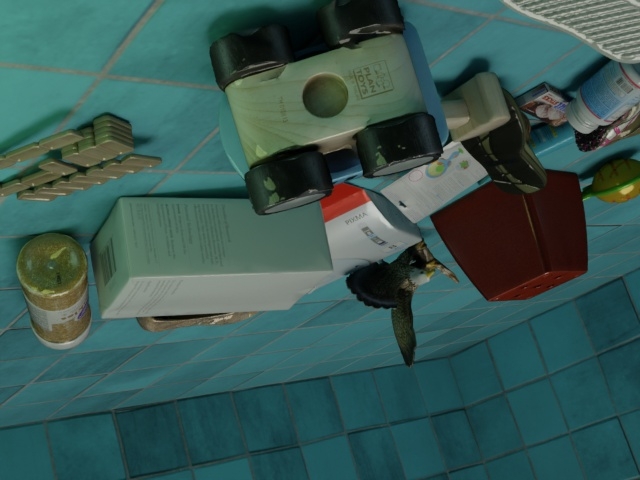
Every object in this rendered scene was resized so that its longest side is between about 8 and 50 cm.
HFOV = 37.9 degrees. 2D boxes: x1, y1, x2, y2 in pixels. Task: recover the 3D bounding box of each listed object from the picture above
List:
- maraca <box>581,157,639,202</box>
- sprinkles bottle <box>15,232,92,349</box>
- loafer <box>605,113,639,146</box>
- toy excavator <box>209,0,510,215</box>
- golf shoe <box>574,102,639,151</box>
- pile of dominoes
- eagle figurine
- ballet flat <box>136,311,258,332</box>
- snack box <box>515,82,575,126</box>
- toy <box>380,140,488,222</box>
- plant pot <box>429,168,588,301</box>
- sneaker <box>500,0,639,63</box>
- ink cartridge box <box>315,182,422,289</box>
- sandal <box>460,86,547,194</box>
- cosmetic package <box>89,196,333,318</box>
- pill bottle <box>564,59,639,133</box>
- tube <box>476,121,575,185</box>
[{"bbox_3d":[0.680,-0.134,2.170,0.127,0.099,0.186,-32,-172,-41],"label":"maraca"},{"bbox_3d":[-0.490,0.103,1.732,0.121,0.121,0.355,-12,162,-17],"label":"sprinkles bottle"},{"bbox_3d":[0.602,-0.228,1.870,0.050,0.056,0.148,-10,163,-41],"label":"loafer"},{"bbox_3d":[0.079,-0.184,1.325,0.433,0.222,0.445,-17,177,-1],"label":"toy excavator"},{"bbox_3d":[0.569,-0.229,1.815,0.086,0.067,0.186,-11,162,-24],"label":"golf shoe"},{"bbox_3d":[-0.380,-0.116,1.340,0.251,0.040,0.196,-15,165,22],"label":"pile of dominoes"},{"bbox_3d":[0.183,0.116,2.171,0.298,0.226,0.225,-55,167,-31],"label":"eagle figurine"},{"bbox_3d":[-0.261,0.141,2.115,0.316,0.107,0.106,-14,155,-15],"label":"ballet flat"},{"bbox_3d":[0.419,-0.245,1.695,0.064,0.022,0.178,-30,159,30],"label":"snack box"},{"bbox_3d":[0.237,-0.141,1.766,0.237,0.056,0.137,-32,138,18],"label":"toy"},{"bbox_3d":[0.461,0.001,2.142,0.267,0.235,0.267,1,156,-46],"label":"plant pot"},{"bbox_3d":[0.297,-0.339,1.147,0.321,0.127,0.126,26,134,-30],"label":"sneaker"},{"bbox_3d":[0.000,0.000,1.943,0.308,0.091,0.385,-25,163,23],"label":"ink cartridge box"},{"bbox_3d":[0.325,-0.184,1.657,0.120,0.086,0.303,0,153,27],"label":"sandal"},{"bbox_3d":[-0.195,0.032,1.686,0.385,0.156,0.217,-1,158,-30],"label":"cosmetic package"},{"bbox_3d":[0.503,-0.256,1.614,0.087,0.087,0.160,-5,155,-36],"label":"pill bottle"},{"bbox_3d":[0.388,-0.176,1.809,0.207,0.080,0.052,-23,140,5],"label":"tube"}]
